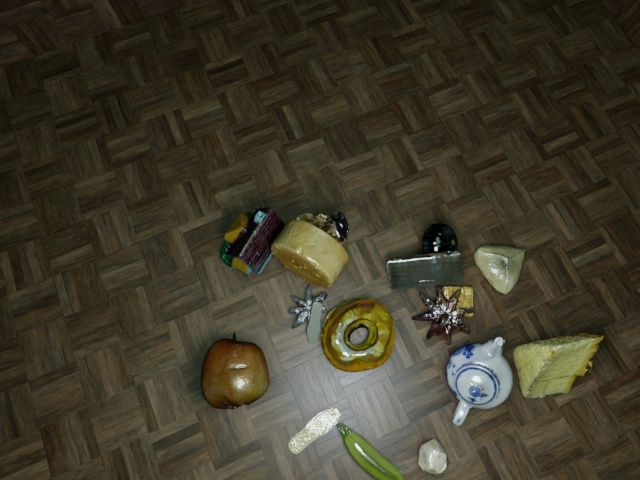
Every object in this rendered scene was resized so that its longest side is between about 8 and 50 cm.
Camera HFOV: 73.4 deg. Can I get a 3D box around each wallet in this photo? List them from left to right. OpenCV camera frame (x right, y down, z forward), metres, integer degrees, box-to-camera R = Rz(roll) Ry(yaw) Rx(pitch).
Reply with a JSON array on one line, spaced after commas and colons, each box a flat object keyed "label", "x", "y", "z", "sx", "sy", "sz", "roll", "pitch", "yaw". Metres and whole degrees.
[{"label": "wallet", "x": 0.450, "y": 0.129, "z": 1.860, "sx": 0.316, "sy": 0.169, "sz": 0.044, "roll": -8, "pitch": 31, "yaw": 12}]

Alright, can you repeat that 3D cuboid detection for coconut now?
[{"label": "coconut", "x": 0.444, "y": 0.848, "z": 1.693, "sx": 0.110, "sy": 0.110, "sz": 0.125, "roll": 7, "pitch": 77, "yaw": 1}]

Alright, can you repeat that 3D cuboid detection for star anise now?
[{"label": "star anise", "x": -0.054, "y": 0.292, "z": 1.876, "sx": 0.204, "sy": 0.061, "sz": 0.181, "roll": -24, "pitch": 75, "yaw": -7}, {"label": "star anise", "x": 0.524, "y": 0.317, "z": 1.838, "sx": 0.271, "sy": 0.102, "sz": 0.272, "roll": -1, "pitch": 84, "yaw": 13}]

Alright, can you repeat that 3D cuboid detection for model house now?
[{"label": "model house", "x": -0.311, "y": -0.012, "z": 1.866, "sx": 0.229, "sy": 0.249, "sz": 0.281, "roll": 28, "pitch": 75, "yaw": 8}]

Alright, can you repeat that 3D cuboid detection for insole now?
[{"label": "insole", "x": -0.025, "y": 0.775, "z": 1.759, "sx": 0.247, "sy": 0.011, "sz": 0.081, "roll": -37, "pitch": 78, "yaw": -10}, {"label": "insole", "x": -0.024, "y": 0.355, "z": 1.842, "sx": 0.063, "sy": 0.010, "sz": 0.192, "roll": 5, "pitch": 99, "yaw": -12}]

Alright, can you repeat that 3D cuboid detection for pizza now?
[{"label": "pizza", "x": 0.624, "y": 0.259, "z": 1.904, "sx": 0.134, "sy": 0.046, "sz": 0.175, "roll": -31, "pitch": 77, "yaw": -7}]

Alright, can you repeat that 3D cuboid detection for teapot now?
[{"label": "teapot", "x": 0.617, "y": 0.544, "z": 1.686, "sx": 0.252, "sy": 0.280, "sz": 0.424, "roll": 26, "pitch": 107, "yaw": 20}]

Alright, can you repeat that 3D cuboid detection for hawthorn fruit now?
[{"label": "hawthorn fruit", "x": -0.345, "y": 0.510, "z": 1.707, "sx": 0.267, "sy": 0.268, "sz": 0.301, "roll": -13, "pitch": 65, "yaw": -5}]

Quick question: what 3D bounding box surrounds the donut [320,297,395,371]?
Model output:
[{"label": "donut", "x": 0.164, "y": 0.400, "z": 1.798, "sx": 0.329, "sy": 0.160, "sz": 0.330, "roll": 0, "pitch": 81, "yaw": -3}]

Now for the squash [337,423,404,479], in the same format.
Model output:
[{"label": "squash", "x": 0.187, "y": 0.859, "z": 1.700, "sx": 0.341, "sy": 0.094, "sz": 0.094, "roll": 40, "pitch": 77, "yaw": 8}]

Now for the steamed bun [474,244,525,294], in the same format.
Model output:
[{"label": "steamed bun", "x": 0.800, "y": 0.102, "z": 1.924, "sx": 0.212, "sy": 0.110, "sz": 0.231, "roll": 23, "pitch": 72, "yaw": 6}]

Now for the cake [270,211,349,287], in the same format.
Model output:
[{"label": "cake", "x": -0.005, "y": -0.006, "z": 1.839, "sx": 0.332, "sy": 0.332, "sz": 0.321, "roll": 30, "pitch": 69, "yaw": 8}]

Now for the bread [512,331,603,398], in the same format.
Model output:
[{"label": "bread", "x": 0.958, "y": 0.511, "z": 1.710, "sx": 0.248, "sy": 0.315, "sz": 0.279, "roll": -6, "pitch": 83, "yaw": -1}]

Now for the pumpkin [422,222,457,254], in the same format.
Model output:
[{"label": "pumpkin", "x": 0.532, "y": 0.021, "z": 1.911, "sx": 0.150, "sy": 0.194, "sz": 0.194, "roll": -23, "pitch": 73, "yaw": 22}]
